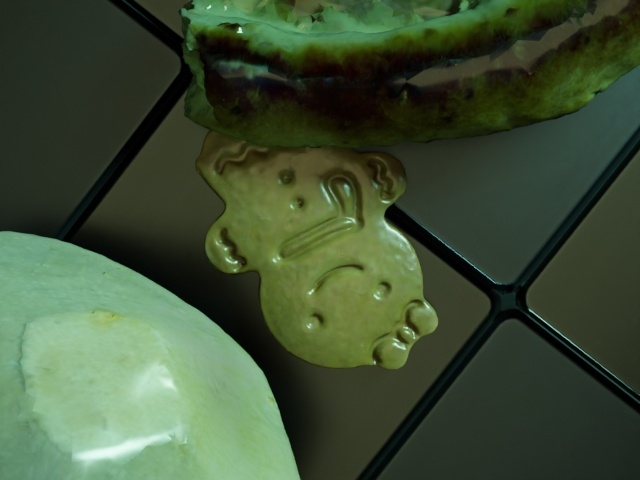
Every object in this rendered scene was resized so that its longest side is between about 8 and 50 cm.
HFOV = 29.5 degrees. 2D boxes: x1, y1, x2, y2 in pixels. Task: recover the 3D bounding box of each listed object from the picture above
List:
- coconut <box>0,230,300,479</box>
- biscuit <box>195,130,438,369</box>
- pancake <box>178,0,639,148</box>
[{"bbox_3d":[-0.170,0.161,0.642,0.353,0.352,0.352,0,94,1],"label":"coconut"},{"bbox_3d":[-0.006,-0.001,0.762,0.134,0.027,0.184,-12,94,0],"label":"biscuit"},{"bbox_3d":[0.098,-0.216,0.695,0.427,0.067,0.304,-13,87,12],"label":"pancake"}]
